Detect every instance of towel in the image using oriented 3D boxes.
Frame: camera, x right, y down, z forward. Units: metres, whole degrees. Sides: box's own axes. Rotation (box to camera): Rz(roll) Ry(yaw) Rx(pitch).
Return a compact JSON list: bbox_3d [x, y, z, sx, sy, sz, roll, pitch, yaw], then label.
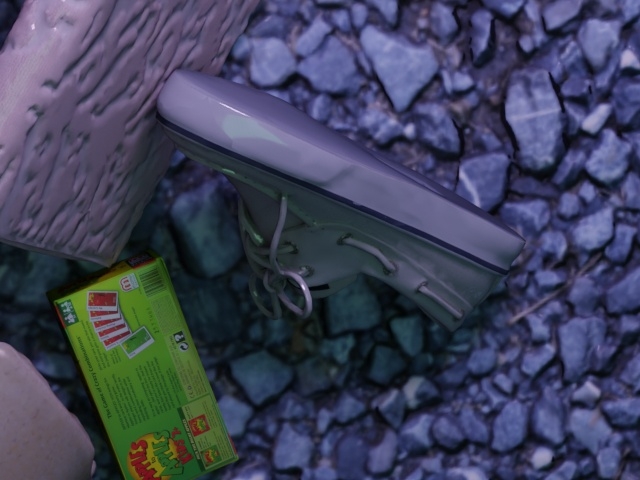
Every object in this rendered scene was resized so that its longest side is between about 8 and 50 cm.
[{"bbox_3d":[-0.132,-0.143,1.150,0.053,0.317,0.331,28,89,11],"label":"towel"}]

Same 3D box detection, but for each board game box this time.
[{"bbox_3d":[-0.142,0.109,1.313,0.092,0.043,0.181,-23,105,-13],"label":"board game box"}]

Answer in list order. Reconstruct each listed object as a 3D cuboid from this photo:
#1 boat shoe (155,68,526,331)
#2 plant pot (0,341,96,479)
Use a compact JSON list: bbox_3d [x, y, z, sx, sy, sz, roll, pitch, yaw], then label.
[{"bbox_3d":[-0.004,-0.003,1.276,0.367,0.136,0.156,23,101,-44],"label":"boat shoe"},{"bbox_3d":[-0.334,0.186,1.139,0.305,0.334,0.334,-45,109,-18],"label":"plant pot"}]
